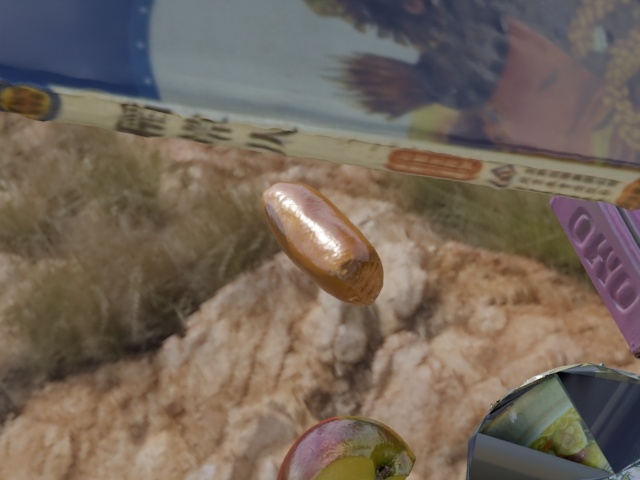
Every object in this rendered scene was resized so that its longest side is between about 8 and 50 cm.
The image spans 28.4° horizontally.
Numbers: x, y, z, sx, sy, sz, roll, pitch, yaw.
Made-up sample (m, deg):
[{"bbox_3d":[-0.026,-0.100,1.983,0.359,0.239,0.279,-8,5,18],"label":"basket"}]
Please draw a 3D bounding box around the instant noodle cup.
[{"bbox_3d":[0.250,0.225,1.197,0.240,0.240,0.178,-21,-5,7],"label":"instant noodle cup"}]

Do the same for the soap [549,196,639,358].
[{"bbox_3d":[0.330,0.011,1.355,0.065,0.122,0.203,-21,69,-15],"label":"soap"}]

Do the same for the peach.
[{"bbox_3d":[0.021,0.224,1.194,0.151,0.151,0.118,-32,43,-8],"label":"peach"}]

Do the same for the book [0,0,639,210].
[{"bbox_3d":[-0.039,-0.176,0.599,0.428,0.039,0.300,7,63,-19],"label":"book"}]

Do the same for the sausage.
[{"bbox_3d":[0.000,0.000,1.555,0.098,0.098,0.238,-34,40,-11],"label":"sausage"}]
